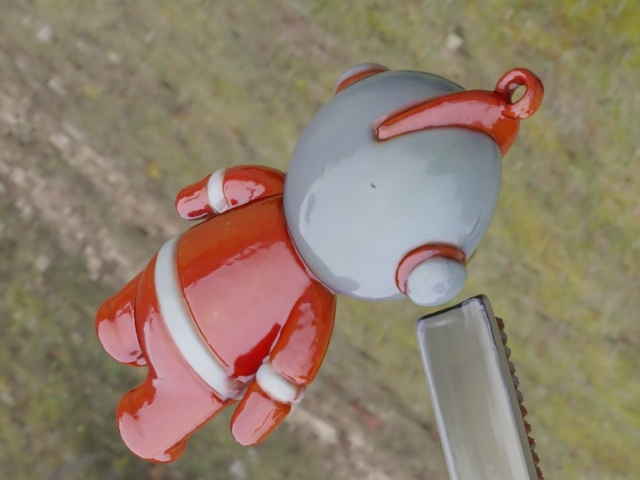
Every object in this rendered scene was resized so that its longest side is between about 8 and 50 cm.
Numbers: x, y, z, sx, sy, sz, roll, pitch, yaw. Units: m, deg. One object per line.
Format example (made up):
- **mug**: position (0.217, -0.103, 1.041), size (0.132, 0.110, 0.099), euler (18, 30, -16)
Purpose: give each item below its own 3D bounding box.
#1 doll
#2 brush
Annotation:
- **doll**: position (0.000, 0.000, 1.150), size (0.336, 0.200, 0.105), euler (-38, 137, 24)
- **brush**: position (0.124, 0.192, 1.225), size (0.060, 0.321, 0.050), euler (-23, 154, 24)
